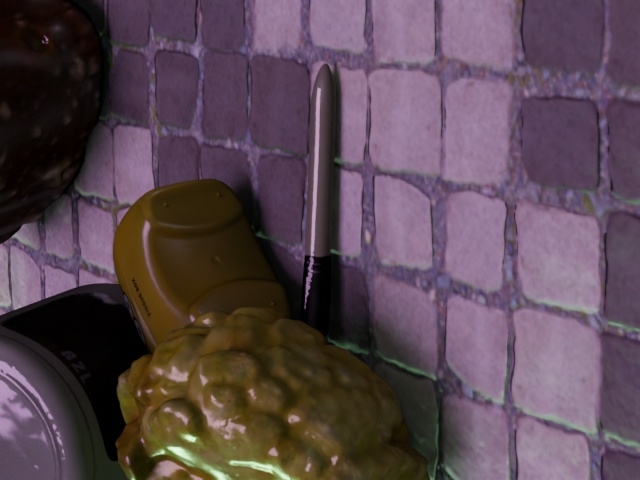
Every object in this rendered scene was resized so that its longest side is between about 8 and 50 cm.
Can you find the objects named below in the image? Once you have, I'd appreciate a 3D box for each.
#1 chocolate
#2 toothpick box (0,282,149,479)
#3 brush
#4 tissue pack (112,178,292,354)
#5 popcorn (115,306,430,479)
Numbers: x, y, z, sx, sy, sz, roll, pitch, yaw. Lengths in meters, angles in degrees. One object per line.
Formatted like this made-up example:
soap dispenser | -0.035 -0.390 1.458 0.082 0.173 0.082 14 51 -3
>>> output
chocolate | -0.389 -0.111 1.567 0.225 0.210 0.340 46 131 6
toothpick box | -0.244 0.162 1.420 0.229 0.316 0.229 4 102 21
brush | 0.000 0.000 1.280 0.042 0.039 0.299 -88 2 -77
tissue pack | -0.111 0.045 1.357 0.178 0.123 0.127 63 146 22
popcorn | -0.023 0.181 1.211 0.225 0.174 0.286 -14 118 38
